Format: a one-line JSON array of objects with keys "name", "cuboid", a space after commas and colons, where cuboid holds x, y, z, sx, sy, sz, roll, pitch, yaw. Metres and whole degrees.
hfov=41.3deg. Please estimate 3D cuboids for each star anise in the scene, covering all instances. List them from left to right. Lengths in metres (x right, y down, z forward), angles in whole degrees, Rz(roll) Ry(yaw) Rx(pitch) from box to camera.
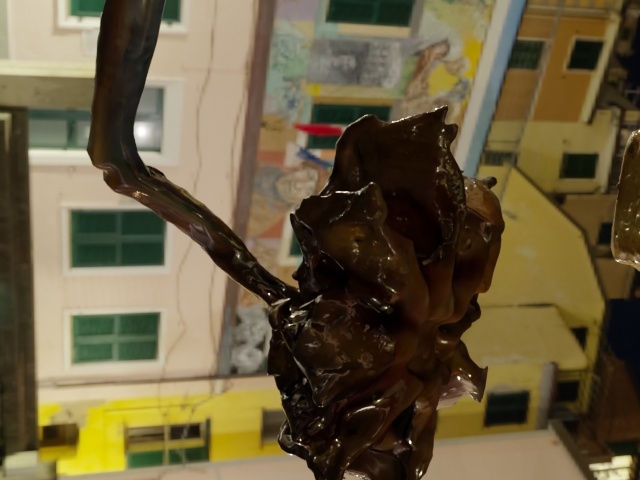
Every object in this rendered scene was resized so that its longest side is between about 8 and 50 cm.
[{"name": "star anise", "cuboid": [0.007, -0.002, 0.436, 0.148, 0.346, 0.237, -3, -133, 39]}]

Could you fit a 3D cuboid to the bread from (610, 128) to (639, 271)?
[{"name": "bread", "cuboid": [0.279, -0.016, 0.541, 0.211, 0.083, 0.114, -159, -106, -65]}]
